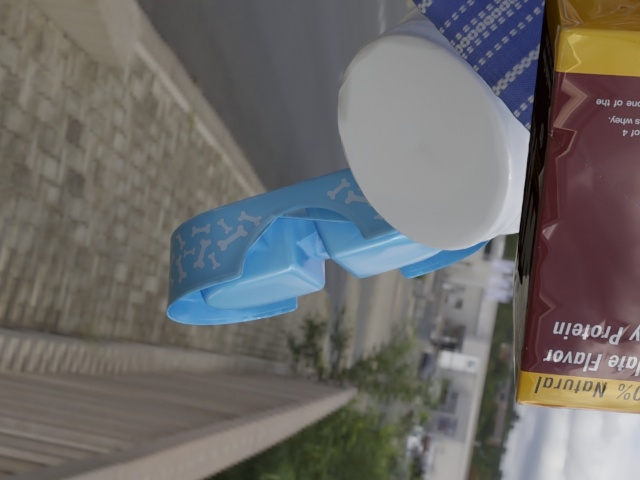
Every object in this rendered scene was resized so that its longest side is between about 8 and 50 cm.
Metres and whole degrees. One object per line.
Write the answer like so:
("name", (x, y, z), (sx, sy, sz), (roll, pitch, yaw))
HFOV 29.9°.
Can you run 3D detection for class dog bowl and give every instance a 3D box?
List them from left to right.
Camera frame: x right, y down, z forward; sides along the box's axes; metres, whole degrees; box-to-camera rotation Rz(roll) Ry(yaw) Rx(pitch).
("dog bowl", (0.000, 0.000, 1.065), (0.166, 0.297, 0.074), (39, 37, -70))

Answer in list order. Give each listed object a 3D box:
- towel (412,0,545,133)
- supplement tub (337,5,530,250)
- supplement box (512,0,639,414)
("towel", (0.172, -0.207, 0.758), (0.243, 0.336, 0.040), (-42, 171, 9))
("supplement tub", (0.166, -0.119, 0.944), (0.272, 0.191, 0.191), (-28, 136, -37))
("supplement box", (0.195, -0.028, 0.570), (0.129, 0.191, 0.194), (-76, 168, -59))
